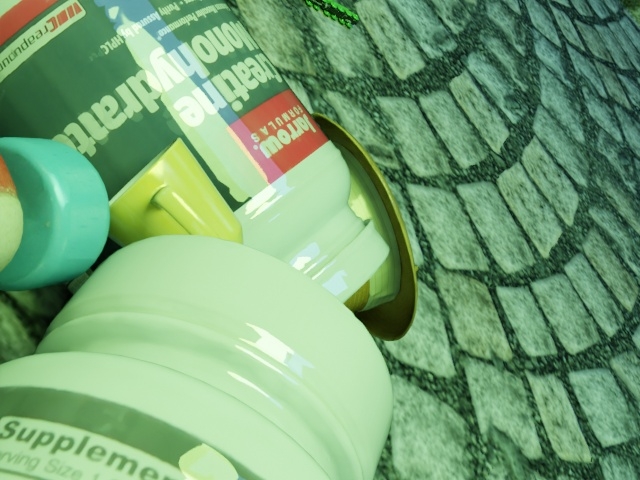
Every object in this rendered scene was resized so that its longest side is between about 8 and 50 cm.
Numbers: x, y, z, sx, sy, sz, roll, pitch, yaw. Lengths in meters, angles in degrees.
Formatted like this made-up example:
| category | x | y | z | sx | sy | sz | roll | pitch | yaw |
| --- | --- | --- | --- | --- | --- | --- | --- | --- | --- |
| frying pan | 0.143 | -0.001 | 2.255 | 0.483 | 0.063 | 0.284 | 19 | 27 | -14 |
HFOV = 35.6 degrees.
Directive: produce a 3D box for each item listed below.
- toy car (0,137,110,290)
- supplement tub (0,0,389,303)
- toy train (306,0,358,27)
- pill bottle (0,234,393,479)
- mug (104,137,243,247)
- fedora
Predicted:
| category | x | y | z | sx | sy | sz | roll | pitch | yaw |
| --- | --- | --- | --- | --- | --- | --- | --- | --- | --- |
| toy car | -0.241 | -0.074 | 0.418 | 0.219 | 0.210 | 0.238 | -9 | 84 | -65 |
| supplement tub | -0.102 | -0.051 | 0.634 | 0.272 | 0.191 | 0.191 | 52 | 32 | -4 |
| toy train | 0.012 | -0.268 | 1.142 | 0.083 | 0.017 | 0.024 | 17 | 37 | -44 |
| pill bottle | -0.100 | 0.174 | 0.380 | 0.204 | 0.204 | 0.361 | 45 | 42 | -16 |
| mug | -0.075 | -0.006 | 0.506 | 0.064 | 0.062 | 0.078 | 47 | 20 | -12 |
| fedora | 0.000 | 0.000 | 0.788 | 0.079 | 0.194 | 0.194 | -23 | 78 | -22 |
